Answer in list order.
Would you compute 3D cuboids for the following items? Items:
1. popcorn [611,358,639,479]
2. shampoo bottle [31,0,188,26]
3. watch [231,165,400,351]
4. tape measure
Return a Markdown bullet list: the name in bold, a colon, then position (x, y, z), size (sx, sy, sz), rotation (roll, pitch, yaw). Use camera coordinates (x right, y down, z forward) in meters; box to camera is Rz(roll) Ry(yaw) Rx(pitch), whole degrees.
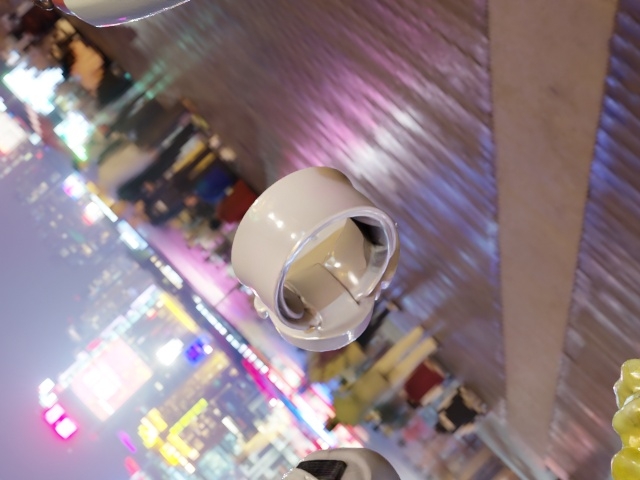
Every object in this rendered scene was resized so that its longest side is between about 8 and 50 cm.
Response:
- **popcorn**: position (0.251, 0.136, 0.647), size (0.173, 0.173, 0.142), rotation (48, -166, -17)
- **shampoo bottle**: position (-0.188, -0.266, 0.984), size (0.284, 0.153, 0.071), rotation (-7, 156, 42)
- **watch**: position (0.000, 0.000, 1.448), size (0.196, 0.244, 0.231), rotation (42, 157, 39)
- **tape measure**: position (0.023, 0.295, 1.013), size (0.120, 0.197, 0.236), rotation (-8, 160, 24)
